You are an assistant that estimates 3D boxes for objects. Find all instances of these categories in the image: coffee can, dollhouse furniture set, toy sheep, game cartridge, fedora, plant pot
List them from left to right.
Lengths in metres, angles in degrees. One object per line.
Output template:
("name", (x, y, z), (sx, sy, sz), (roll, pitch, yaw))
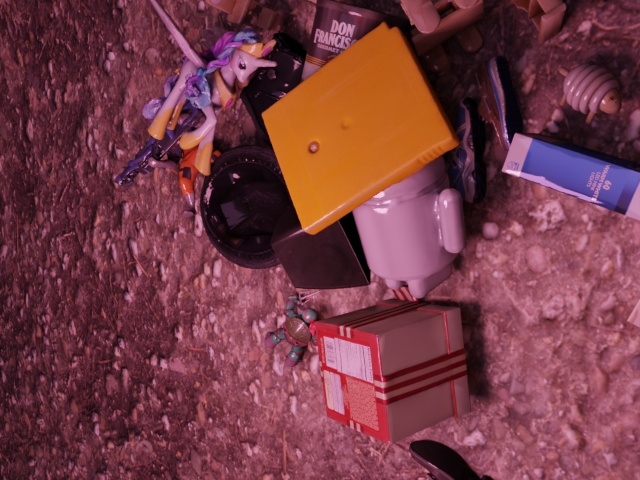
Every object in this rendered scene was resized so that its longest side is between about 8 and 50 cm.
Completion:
("fedora", (-0.139, -0.087, 1.511), (0.333, 0.152, 0.335), (6, 101, 31))
("dollhouse furniture set", (-0.066, -0.591, 1.315), (0.355, 0.173, 0.304), (34, 108, 35))
("plant pot", (0.000, 0.000, 1.308), (0.166, 0.187, 0.188), (-20, 116, 17))
("coffee can", (0.061, -0.348, 1.283), (0.201, 0.201, 0.276), (27, 114, 31))
("game cartridge", (0.059, -0.208, 1.120), (0.323, 0.052, 0.286), (-30, 65, 23))
("dollhouse furniture set", (0.289, -0.398, 1.098), (0.242, 0.212, 0.161), (-29, 79, 12))
("toy sheep", (0.469, -0.264, 1.059), (0.132, 0.091, 0.091), (45, 122, 29))

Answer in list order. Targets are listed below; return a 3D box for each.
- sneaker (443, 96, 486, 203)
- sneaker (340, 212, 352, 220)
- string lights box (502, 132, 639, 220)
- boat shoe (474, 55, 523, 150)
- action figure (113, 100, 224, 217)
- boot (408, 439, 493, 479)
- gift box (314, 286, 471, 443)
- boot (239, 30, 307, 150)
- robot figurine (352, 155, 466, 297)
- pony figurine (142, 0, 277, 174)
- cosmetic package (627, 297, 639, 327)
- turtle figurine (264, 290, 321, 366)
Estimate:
("sneaker", (0.283, -0.180, 1.217), (0.081, 0.080, 0.211), (4, 100, 35))
("sneaker", (0.046, -0.065, 1.421), (0.188, 0.078, 0.067), (-47, 70, 34))
("string lights box", (0.468, -0.116, 1.051), (0.259, 0.133, 0.077), (27, 113, 32))
("boat shoe", (0.342, -0.258, 1.173), (0.066, 0.066, 0.183), (-10, 90, 48))
("action figure", (-0.386, -0.212, 1.674), (0.341, 0.178, 0.330), (-36, 69, 11))
("boot", (0.279, 0.601, 1.351), (0.262, 0.091, 0.229), (30, 115, 28))
("gift box", (0.151, 0.247, 1.292), (0.276, 0.258, 0.255), (10, 107, 56))
("boot", (-0.085, -0.353, 1.460), (0.207, 0.094, 0.247), (-49, 62, 37))
("robot figurine", (0.165, -0.062, 1.215), (0.299, 0.199, 0.354), (15, 130, 47))
("pony figurine", (-0.282, -0.398, 1.446), (0.351, 0.302, 0.363), (49, 115, 26))
("cosmetic package", (0.583, 0.096, 1.048), (0.041, 0.060, 0.115), (32, 115, 30))
("turtle figurine", (-0.047, 0.219, 1.527), (0.175, 0.118, 0.234), (54, 130, 17))
